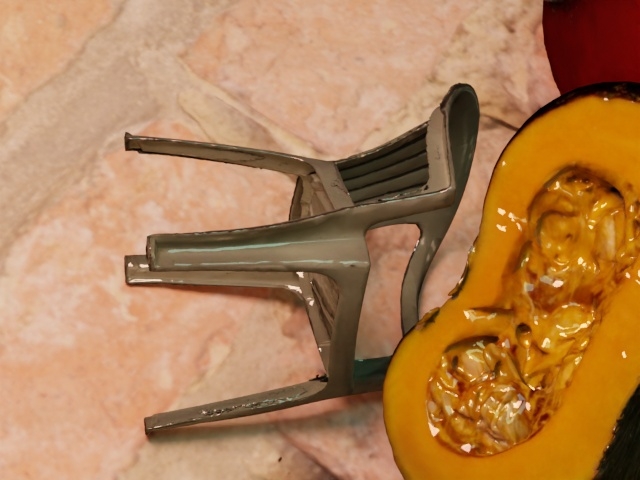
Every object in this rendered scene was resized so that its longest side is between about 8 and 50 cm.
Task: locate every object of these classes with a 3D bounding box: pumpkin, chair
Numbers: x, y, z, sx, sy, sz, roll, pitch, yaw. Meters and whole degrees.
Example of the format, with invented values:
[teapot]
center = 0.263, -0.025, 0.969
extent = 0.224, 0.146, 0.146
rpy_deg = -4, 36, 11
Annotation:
[pumpkin]
center = 0.217, 0.065, 1.269
extent = 0.242, 0.325, 0.232
rpy_deg = 38, 13, 33
[chair]
center = 0.000, 0.000, 1.298
extent = 0.274, 0.203, 0.191
rpy_deg = -3, 45, -12

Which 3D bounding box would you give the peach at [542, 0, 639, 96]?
[peach]
center = 0.329, -0.182, 1.420
extent = 0.310, 0.335, 0.406
rpy_deg = 21, 35, -20
